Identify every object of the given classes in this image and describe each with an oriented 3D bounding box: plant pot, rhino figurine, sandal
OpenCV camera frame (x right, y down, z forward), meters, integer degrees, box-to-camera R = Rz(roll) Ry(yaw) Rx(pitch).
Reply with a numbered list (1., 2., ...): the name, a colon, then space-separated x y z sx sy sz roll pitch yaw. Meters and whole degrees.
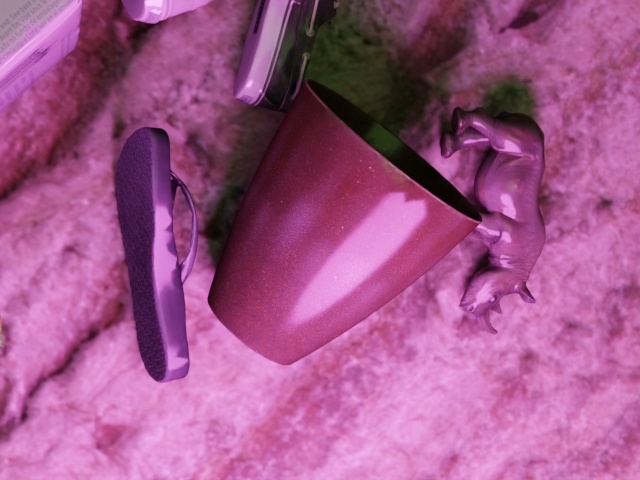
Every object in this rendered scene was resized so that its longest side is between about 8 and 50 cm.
1. plant pot: 0.000 0.000 1.434 0.215 0.215 0.230 36 101 -19
2. rhino figurine: 0.184 -0.020 1.543 0.106 0.073 0.243 -3 100 -14
3. sandal: -0.152 0.010 1.438 0.054 0.097 0.255 -13 111 -27

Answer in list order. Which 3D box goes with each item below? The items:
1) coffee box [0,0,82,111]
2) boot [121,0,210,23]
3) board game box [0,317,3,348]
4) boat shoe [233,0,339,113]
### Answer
1. coffee box: -0.424 -0.187 1.168 0.338 0.337 0.334 -43 98 -7
2. boot: -0.151 -0.342 1.395 0.123 0.095 0.258 -21 106 -27
3. board game box: -0.388 0.038 1.384 0.170 0.048 0.141 -4 97 -16
4. boat shoe: -0.021 -0.233 1.451 0.070 0.078 0.219 16 101 -18
